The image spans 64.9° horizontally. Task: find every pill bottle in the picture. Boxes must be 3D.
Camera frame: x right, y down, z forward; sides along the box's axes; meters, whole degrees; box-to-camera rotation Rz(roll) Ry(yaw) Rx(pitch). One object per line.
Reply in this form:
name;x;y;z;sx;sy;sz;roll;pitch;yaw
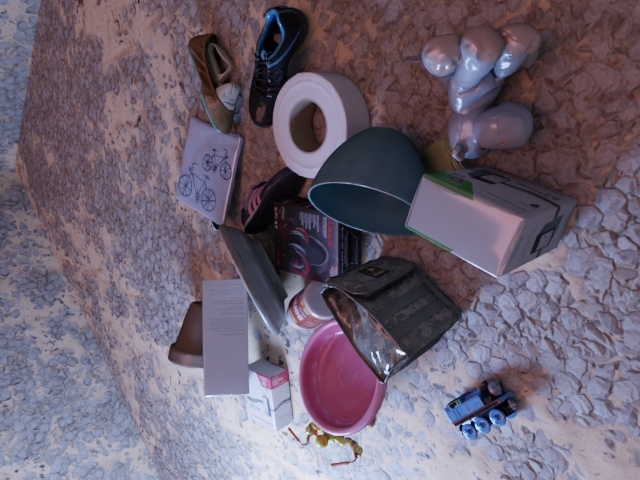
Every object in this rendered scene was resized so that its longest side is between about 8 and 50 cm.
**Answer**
pill bottle;-0.029;0.205;1.545;0.121;0.121;0.216;62;149;10

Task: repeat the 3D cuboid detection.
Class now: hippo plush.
hippo plush;0.298;-0.281;1.009;0.294;0.234;0.236;1;103;44

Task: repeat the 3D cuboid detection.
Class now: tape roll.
tape roll;-0.005;-0.317;1.392;0.286;0.100;0.286;15;113;40

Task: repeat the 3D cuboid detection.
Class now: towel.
towel;0.280;-0.175;1.164;0.110;0.027;0.148;66;167;5

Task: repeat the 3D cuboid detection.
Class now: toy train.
toy train;0.396;0.417;1.242;0.105;0.080;0.184;59;135;22

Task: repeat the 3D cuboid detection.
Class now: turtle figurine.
turtle figurine;0.045;0.567;1.529;0.270;0.217;0.087;3;105;44

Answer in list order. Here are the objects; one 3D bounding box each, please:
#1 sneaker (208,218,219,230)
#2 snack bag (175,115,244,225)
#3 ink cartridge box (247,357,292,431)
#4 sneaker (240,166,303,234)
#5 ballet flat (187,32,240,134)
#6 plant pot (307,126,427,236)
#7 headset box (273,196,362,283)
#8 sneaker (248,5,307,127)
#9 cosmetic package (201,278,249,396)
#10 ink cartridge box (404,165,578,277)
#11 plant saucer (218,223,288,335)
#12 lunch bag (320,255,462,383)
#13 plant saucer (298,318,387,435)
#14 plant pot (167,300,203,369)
sneaker;-0.414;-0.084;1.907;0.044;0.040;0.109;-31;76;54
snack bag;-0.410;-0.260;1.835;0.323;0.037;0.342;28;112;37
ink cartridge box;-0.193;0.567;1.855;0.159;0.092;0.217;7;109;44
sneaker;-0.172;-0.155;1.601;0.319;0.112;0.131;-44;56;38
ballet flat;-0.335;-0.528;1.662;0.124;0.116;0.342;-19;85;27
plant pot;0.138;-0.155;1.212;0.290;0.290;0.195;2;68;44
headset box;0.000;0.000;1.475;0.293;0.110;0.218;14;112;41
sneaker;-0.149;-0.484;1.414;0.125;0.140;0.340;24;113;16
cosmetic package;-0.328;0.332;1.745;0.217;0.156;0.384;145;122;-77
ink cartridge box;0.343;-0.054;0.998;0.211;0.289;0.121;32;120;34
plant saucer;-0.195;0.109;1.625;0.400;0.101;0.400;61;174;11
lunch bag;0.167;0.166;1.274;0.287;0.235;0.169;48;136;22
plant saucer;0.074;0.394;1.477;0.332;0.084;0.332;-17;66;43
plant pot;-0.443;0.356;1.950;0.263;0.263;0.229;5;89;44
